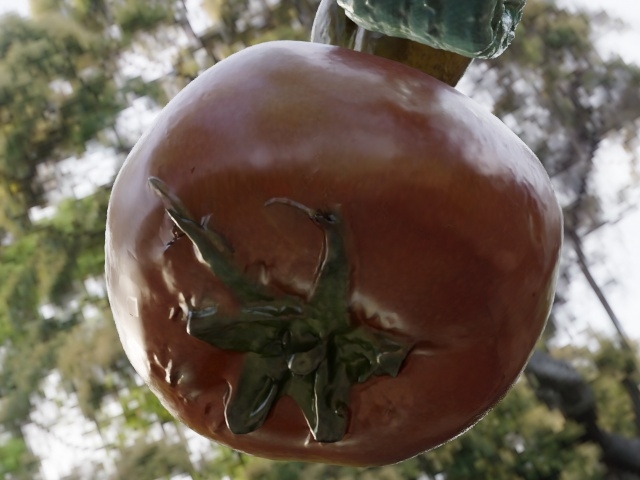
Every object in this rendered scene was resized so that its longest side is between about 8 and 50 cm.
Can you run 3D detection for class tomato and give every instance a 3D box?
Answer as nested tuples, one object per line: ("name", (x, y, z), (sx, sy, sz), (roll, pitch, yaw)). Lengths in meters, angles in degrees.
("tomato", (0.000, 0.000, 1.139), (0.341, 0.272, 0.341), (4, -47, 4))

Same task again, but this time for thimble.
("thimble", (0.111, -0.269, 1.299), (0.143, 0.235, 0.198), (16, -34, 14))

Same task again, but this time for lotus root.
("lotus root", (0.089, -0.240, 1.677), (0.193, 0.193, 0.291), (90, -156, -56))
